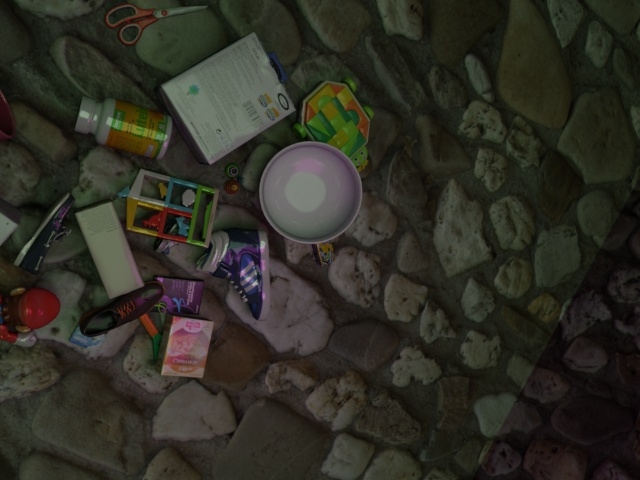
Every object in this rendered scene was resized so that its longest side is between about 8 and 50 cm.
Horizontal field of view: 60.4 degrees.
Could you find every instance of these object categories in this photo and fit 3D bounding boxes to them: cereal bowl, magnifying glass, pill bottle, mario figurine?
[{"bbox_3d":[-0.038,-0.158,1.835,0.338,0.141,0.340,-1,95,-8],"label":"cereal bowl"},{"bbox_3d":[-0.523,0.322,1.777,0.092,0.026,0.231,-33,114,-18],"label":"magnifying glass"},{"bbox_3d":[-0.561,-0.326,1.569,0.245,0.136,0.137,13,94,-28],"label":"pill bottle"},{"bbox_3d":[-0.898,0.196,1.535,0.320,0.170,0.198,-4,138,-15],"label":"mario figurine"}]

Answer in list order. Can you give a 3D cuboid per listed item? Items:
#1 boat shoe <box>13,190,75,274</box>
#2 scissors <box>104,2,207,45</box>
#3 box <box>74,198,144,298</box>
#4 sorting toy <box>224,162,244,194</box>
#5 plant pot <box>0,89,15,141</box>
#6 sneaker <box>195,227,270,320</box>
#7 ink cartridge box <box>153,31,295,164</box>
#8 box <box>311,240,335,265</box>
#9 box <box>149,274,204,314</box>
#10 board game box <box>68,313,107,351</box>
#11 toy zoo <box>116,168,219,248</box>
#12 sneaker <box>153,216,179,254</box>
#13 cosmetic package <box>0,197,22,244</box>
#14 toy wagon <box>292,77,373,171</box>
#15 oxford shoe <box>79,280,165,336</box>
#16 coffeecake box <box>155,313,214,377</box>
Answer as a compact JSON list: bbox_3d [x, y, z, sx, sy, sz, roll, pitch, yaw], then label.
[{"bbox_3d":[-0.761,-0.019,1.551,0.079,0.095,0.255,35,85,-26],"label":"boat shoe"},{"bbox_3d":[-0.479,-0.671,1.609,0.297,0.021,0.109,-33,110,-16],"label":"scissors"},{"bbox_3d":[-0.624,0.023,1.628,0.113,0.094,0.275,-21,108,-21],"label":"box"},{"bbox_3d":[-0.278,-0.200,1.787,0.061,0.042,0.102,0,99,-26],"label":"sorting toy"},{"bbox_3d":[-0.907,-0.322,1.380,0.180,0.201,0.202,-22,109,-5],"label":"plant pot"},{"bbox_3d":[-0.291,0.117,1.806,0.236,0.130,0.323,-3,106,-16],"label":"sneaker"},{"bbox_3d":[-0.263,-0.445,1.687,0.395,0.151,0.270,-36,114,-15],"label":"ink cartridge box"},{"bbox_3d":[0.000,0.000,1.956,0.059,0.054,0.169,-21,109,-21],"label":"box"},{"bbox_3d":[-0.463,0.177,1.774,0.162,0.029,0.116,7,96,-28],"label":"box"},{"bbox_3d":[-0.703,0.283,1.680,0.090,0.020,0.090,30,86,-27],"label":"board game box"},{"bbox_3d":[-0.468,-0.099,1.677,0.293,0.030,0.193,13,75,-23],"label":"toy zoo"},{"bbox_3d":[-0.466,-0.016,1.730,0.058,0.052,0.135,37,85,-40],"label":"sneaker"},{"bbox_3d":[-0.905,-0.074,1.396,0.224,0.224,0.138,43,82,-26],"label":"cosmetic package"},{"bbox_3d":[0.072,-0.381,1.912,0.267,0.068,0.344,-45,115,-12],"label":"toy wagon"},{"bbox_3d":[-0.588,0.213,1.656,0.271,0.098,0.097,-32,107,-19],"label":"oxford shoe"},{"bbox_3d":[-0.437,0.339,1.775,0.142,0.068,0.186,14,85,-33],"label":"coffeecake box"}]
